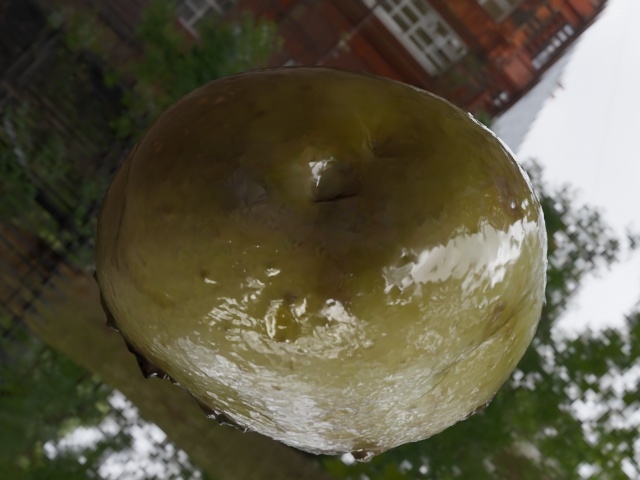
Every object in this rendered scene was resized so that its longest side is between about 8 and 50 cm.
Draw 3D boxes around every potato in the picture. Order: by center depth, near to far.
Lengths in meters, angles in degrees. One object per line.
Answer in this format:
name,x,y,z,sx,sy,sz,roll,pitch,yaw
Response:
potato,0.000,0.000,0.773,0.242,0.285,0.243,20,90,-87
